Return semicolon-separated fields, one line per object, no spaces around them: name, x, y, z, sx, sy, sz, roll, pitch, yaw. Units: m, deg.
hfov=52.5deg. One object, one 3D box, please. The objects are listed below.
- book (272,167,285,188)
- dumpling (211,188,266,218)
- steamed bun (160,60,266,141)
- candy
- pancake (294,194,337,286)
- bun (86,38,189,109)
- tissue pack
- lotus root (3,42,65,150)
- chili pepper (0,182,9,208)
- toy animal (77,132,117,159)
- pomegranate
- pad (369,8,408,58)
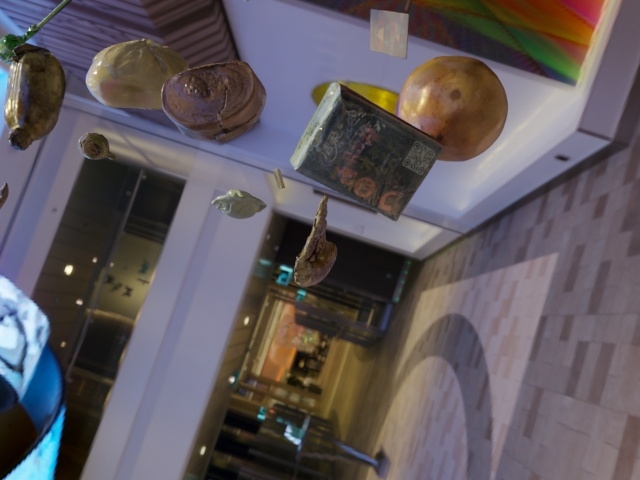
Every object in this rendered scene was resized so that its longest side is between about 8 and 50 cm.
book;-0.159;-0.233;2.453;0.111;0.014;0.077;-164;57;-77
dumpling;-0.316;-0.158;2.559;0.153;0.219;0.108;118;145;-43
steamed bun;-0.308;-0.397;1.970;0.251;0.301;0.199;73;-178;-75
candy;-0.922;-0.694;2.111;0.323;0.097;0.097;-38;3;8
pancake;0.000;0.000;1.734;0.266;0.057;0.245;-10;-69;-76
bun;-0.606;-0.568;2.182;0.361;0.361;0.213;-68;-15;-63
tissue pack;0.113;-0.209;1.570;0.228;0.315;0.103;-58;25;16
lotus root;-0.822;-0.401;1.851;0.173;0.173;0.309;95;180;-81
chili pepper;-1.061;-0.120;2.113;0.041;0.050;0.153;4;60;59
toy animal;-0.769;-0.324;2.249;0.098;0.137;0.098;-45;32;39
pomegranate;0.370;-0.366;1.899;0.338;0.338;0.338;18;-90;-88
pad;0.225;-0.689;2.160;0.211;0.003;0.143;35;132;52
